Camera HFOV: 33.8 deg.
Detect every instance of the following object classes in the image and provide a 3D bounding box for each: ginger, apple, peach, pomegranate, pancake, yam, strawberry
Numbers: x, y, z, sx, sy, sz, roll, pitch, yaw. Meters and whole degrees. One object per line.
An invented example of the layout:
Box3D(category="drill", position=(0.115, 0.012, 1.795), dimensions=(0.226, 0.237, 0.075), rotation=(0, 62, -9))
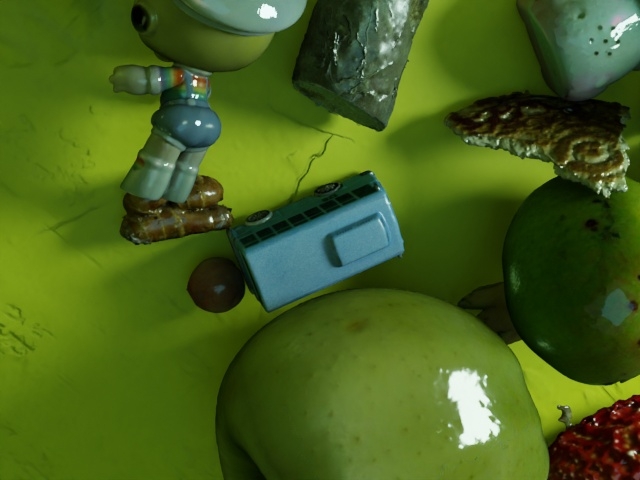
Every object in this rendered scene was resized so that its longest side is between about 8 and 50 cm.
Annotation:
Box3D(category="ginger", position=(-0.202, -0.054, 1.466), dimensions=(0.162, 0.073, 0.103), rotation=(-9, 123, -15))
Box3D(category="apple", position=(0.080, 0.282, 1.456), dimensions=(0.474, 0.473, 0.473), rotation=(-4, 110, -12))
Box3D(category="peach", position=(-0.150, 0.065, 1.512), dimensions=(0.083, 0.083, 0.083), rotation=(-4, 110, -12))
Box3D(category="pomegranate", position=(0.343, 0.046, 1.507), dimensions=(0.358, 0.309, 0.216), rotation=(-23, 134, 35))
Box3D(category="pancake", position=(0.331, -0.130, 1.479), dimensions=(0.266, 0.244, 0.057), rotation=(-15, 138, -14))
Box3D(category="yam", position=(0.056, -0.278, 1.409), dimensions=(0.154, 0.154, 0.254), rotation=(15, 106, -17))
Box3D(category="strawberry", position=(0.513, 0.357, 1.687), dimensions=(0.343, 0.292, 0.292), rotation=(6, 108, 0))

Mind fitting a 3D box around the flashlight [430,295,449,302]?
Box3D(category="flashlight", position=(0.148, 0.095, 1.618), dimensions=(0.110, 0.052, 0.031), rotation=(7, 71, -22))

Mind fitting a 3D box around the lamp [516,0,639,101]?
Box3D(category="lamp", position=(0.445, -0.318, 1.434), dimensions=(0.301, 0.247, 0.247), rotation=(-25, 110, 5))

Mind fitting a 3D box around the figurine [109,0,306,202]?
Box3D(category="figurine", position=(-0.136, -0.228, 1.339), dimensions=(0.224, 0.205, 0.381), rotation=(-16, 123, -47))

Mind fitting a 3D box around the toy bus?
Box3D(category="toy bus", position=(0.000, 0.000, 1.491), dimensions=(0.234, 0.133, 0.116), rotation=(-24, 112, -8))
